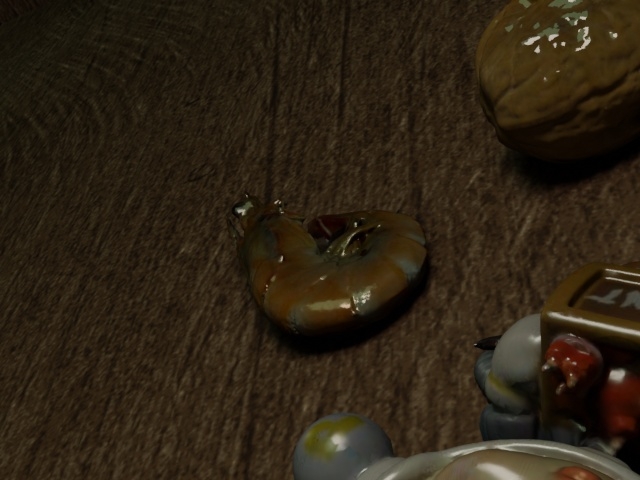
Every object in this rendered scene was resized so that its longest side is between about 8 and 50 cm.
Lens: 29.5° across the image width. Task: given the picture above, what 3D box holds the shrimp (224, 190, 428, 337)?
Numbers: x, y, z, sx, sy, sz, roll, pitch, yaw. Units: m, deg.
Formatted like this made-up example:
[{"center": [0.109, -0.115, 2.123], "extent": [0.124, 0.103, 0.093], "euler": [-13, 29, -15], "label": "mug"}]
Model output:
[{"center": [0.000, 0.000, 1.053], "extent": [0.152, 0.063, 0.287], "euler": [-29, 29, -6], "label": "shrimp"}]

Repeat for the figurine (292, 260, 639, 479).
[{"center": [0.122, 0.136, 0.551], "extent": [0.261, 0.186, 0.382], "euler": [6, 35, 34], "label": "figurine"}]

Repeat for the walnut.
[{"center": [0.218, -0.148, 1.008], "extent": [0.184, 0.155, 0.155], "euler": [-27, 25, -1], "label": "walnut"}]
